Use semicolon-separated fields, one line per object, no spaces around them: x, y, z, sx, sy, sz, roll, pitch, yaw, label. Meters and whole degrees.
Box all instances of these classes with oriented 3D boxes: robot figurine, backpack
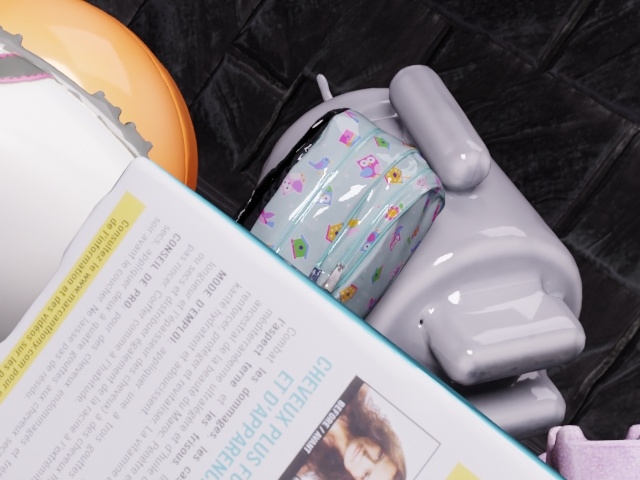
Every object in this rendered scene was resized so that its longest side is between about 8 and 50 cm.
0.071;0.013;1.447;0.200;0.300;0.353;-7;41;-26;robot figurine
0.000;0.000;1.273;0.115;0.182;0.152;36;0;6;backpack
-0.111;-0.029;0.671;0.158;0.128;0.219;63;-1;-3;robot figurine

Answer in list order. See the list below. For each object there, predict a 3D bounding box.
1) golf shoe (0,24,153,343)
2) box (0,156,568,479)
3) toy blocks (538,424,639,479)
-0.158;-0.026;0.501;0.273;0.105;0.120;32;20;-12;golf shoe
0.013;0.083;0.425;0.244;0.100;0.060;38;1;38;box
0.210;0.047;0.771;0.309;0.260;0.288;-2;-6;-6;toy blocks
